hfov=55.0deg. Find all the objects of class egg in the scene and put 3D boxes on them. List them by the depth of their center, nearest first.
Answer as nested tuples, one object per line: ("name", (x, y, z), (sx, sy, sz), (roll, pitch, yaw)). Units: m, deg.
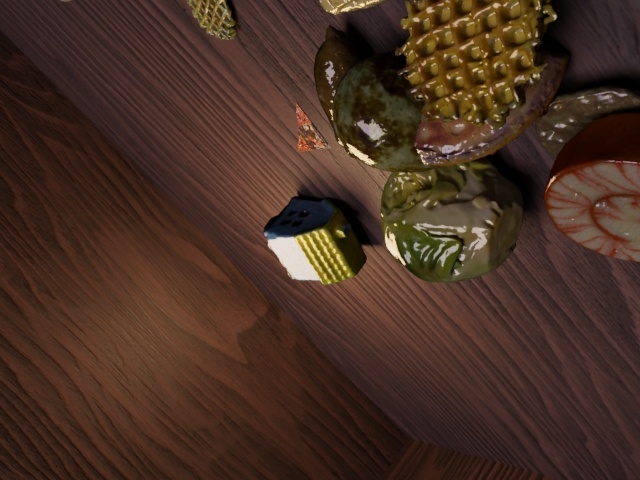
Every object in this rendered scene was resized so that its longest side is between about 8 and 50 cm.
("egg", (0.166, -0.256, 1.261), (0.290, 0.238, 0.238), (20, 154, 5))

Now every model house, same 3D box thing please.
("model house", (0.000, 0.000, 2.012), (0.303, 0.215, 0.237), (9, 140, 46))

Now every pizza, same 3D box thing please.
("pizza", (0.301, -0.239, 1.103), (0.086, 0.305, 0.161), (10, -130, -58))

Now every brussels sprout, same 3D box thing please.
("brussels sprout", (0.285, -0.046, 1.398), (0.344, 0.268, 0.344), (38, 157, 19))

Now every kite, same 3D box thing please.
("kite", (-0.020, -0.296, 1.771), (0.125, 0.008, 0.222), (31, 156, 17))

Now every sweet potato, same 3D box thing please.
("sweet potato", (0.069, -0.315, 1.455), (0.130, 0.130, 0.422), (28, 158, 30))

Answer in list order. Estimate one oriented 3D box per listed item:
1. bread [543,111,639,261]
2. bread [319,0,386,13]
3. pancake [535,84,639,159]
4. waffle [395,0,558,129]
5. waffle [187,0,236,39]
("bread", (0.549, -0.083, 1.061), (0.295, 0.114, 0.327), (26, 159, 2))
("bread", (0.081, -0.502, 1.115), (0.236, 0.106, 0.140), (8, 139, 53))
("pancake", (0.498, -0.194, 1.083), (0.222, 0.042, 0.236), (31, 160, 4))
("waffle", (0.255, -0.345, 1.017), (0.329, 0.062, 0.329), (11, 106, 46))
("waffle", (-0.290, -0.608, 1.599), (0.169, 0.036, 0.183), (30, 153, 31))
